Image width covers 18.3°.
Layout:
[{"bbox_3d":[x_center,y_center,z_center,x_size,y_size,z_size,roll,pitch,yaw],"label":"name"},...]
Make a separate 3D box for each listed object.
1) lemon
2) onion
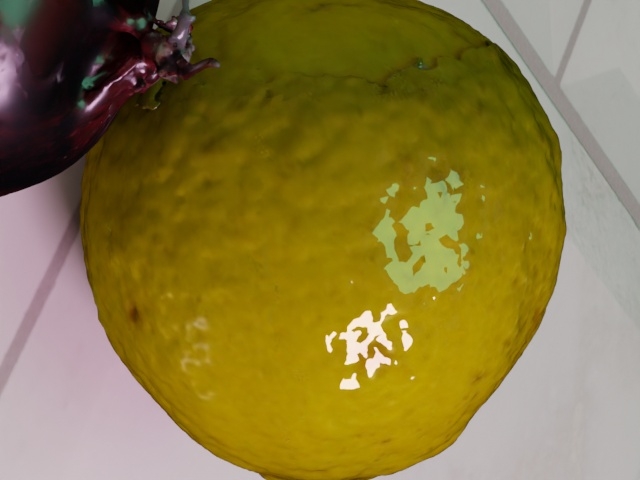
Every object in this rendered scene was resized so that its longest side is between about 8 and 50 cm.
[{"bbox_3d":[0.000,0.000,1.391,0.350,0.349,0.387,-15,110,-52],"label":"lemon"},{"bbox_3d":[-0.171,-0.138,1.220,0.273,0.285,0.273,-59,163,-30],"label":"onion"}]
